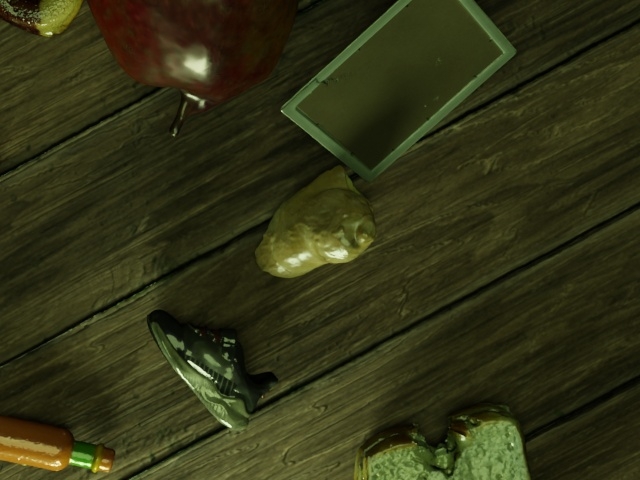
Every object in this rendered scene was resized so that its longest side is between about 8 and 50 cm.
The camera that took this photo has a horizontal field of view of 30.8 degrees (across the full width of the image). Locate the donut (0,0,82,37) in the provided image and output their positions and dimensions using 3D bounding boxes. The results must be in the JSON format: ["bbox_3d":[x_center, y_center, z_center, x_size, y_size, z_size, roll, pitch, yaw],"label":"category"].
[{"bbox_3d":[-0.407,-0.358,1.651,0.140,0.059,0.140,-1,96,-6],"label":"donut"}]

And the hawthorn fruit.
[{"bbox_3d":[-0.161,-0.345,1.555,0.308,0.308,0.325,-30,109,1],"label":"hawthorn fruit"}]

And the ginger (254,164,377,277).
[{"bbox_3d":[-0.003,0.001,1.708,0.193,0.122,0.115,-40,119,8],"label":"ginger"}]

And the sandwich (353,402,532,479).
[{"bbox_3d":[0.197,0.390,1.787,0.273,0.095,0.249,-15,100,-2],"label":"sandwich"}]

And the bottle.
[{"bbox_3d":[-0.403,0.313,1.746,0.187,0.069,0.069,14,97,-7],"label":"bottle"}]

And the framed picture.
[{"bbox_3d":[0.113,-0.232,1.644,0.296,0.019,0.232,-41,137,12],"label":"framed picture"}]

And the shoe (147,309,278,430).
[{"bbox_3d":[-0.159,0.176,1.735,0.112,0.099,0.227,-38,103,-5],"label":"shoe"}]
